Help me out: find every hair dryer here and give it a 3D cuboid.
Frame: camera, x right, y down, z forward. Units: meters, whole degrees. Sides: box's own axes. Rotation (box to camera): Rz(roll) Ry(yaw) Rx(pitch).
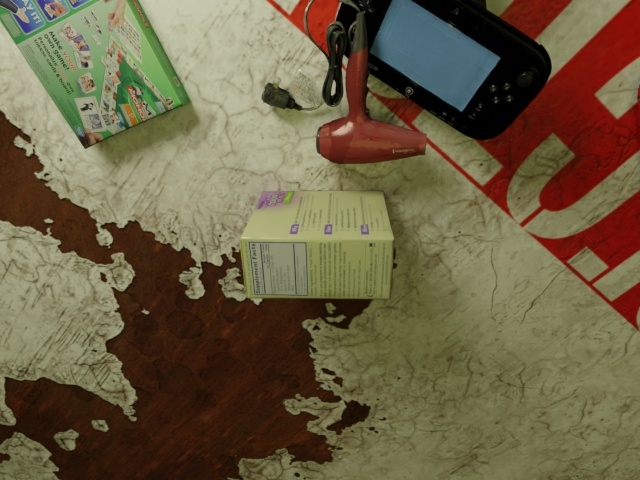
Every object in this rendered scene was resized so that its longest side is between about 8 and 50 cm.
[{"bbox_3d":[0.055,-0.219,0.699,0.293,0.080,0.223,33,138,-17],"label":"hair dryer"}]

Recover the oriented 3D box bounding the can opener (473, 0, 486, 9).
[{"bbox_3d":[0.247,-0.310,0.688,0.093,0.074,0.280,-32,119,-19],"label":"can opener"}]

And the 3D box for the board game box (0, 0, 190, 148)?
[{"bbox_3d":[-0.391,-0.339,0.708,0.213,0.046,0.317,-19,115,11],"label":"board game box"}]

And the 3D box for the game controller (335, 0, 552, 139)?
[{"bbox_3d":[0.169,-0.284,0.639,0.319,0.067,0.166,35,135,4],"label":"game controller"}]

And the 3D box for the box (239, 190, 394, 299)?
[{"bbox_3d":[0.000,0.000,0.771,0.243,0.213,0.117,1,117,2],"label":"box"}]

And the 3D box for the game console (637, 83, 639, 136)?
[{"bbox_3d":[0.757,-0.211,0.720,0.387,0.060,0.342,-19,121,13],"label":"game console"}]
